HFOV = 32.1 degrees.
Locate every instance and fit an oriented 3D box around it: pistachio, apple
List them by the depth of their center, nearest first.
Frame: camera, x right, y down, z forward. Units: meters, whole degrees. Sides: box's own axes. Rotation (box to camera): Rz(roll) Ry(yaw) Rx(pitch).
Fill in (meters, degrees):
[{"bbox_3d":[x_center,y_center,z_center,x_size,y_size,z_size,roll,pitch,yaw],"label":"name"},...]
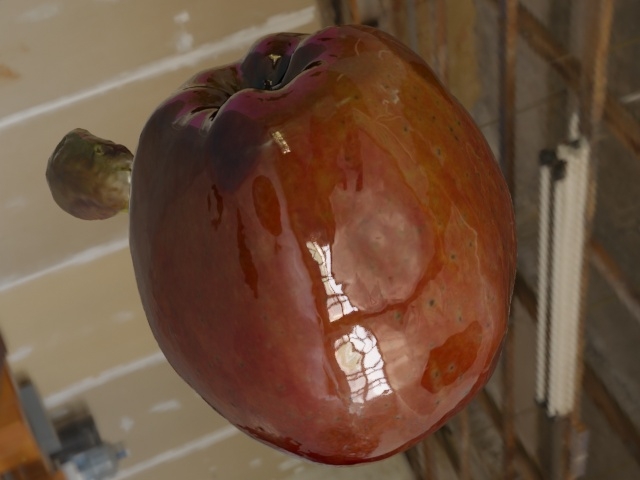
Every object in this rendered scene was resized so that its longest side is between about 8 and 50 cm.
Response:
[{"bbox_3d":[-0.001,0.000,0.615,0.234,0.234,0.234,158,-90,-78],"label":"apple"},{"bbox_3d":[-0.226,-0.059,1.049,0.173,0.049,0.090,-8,-77,53],"label":"pistachio"}]
